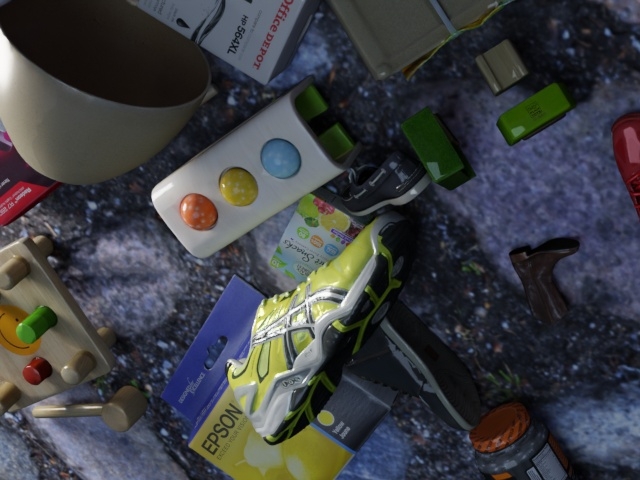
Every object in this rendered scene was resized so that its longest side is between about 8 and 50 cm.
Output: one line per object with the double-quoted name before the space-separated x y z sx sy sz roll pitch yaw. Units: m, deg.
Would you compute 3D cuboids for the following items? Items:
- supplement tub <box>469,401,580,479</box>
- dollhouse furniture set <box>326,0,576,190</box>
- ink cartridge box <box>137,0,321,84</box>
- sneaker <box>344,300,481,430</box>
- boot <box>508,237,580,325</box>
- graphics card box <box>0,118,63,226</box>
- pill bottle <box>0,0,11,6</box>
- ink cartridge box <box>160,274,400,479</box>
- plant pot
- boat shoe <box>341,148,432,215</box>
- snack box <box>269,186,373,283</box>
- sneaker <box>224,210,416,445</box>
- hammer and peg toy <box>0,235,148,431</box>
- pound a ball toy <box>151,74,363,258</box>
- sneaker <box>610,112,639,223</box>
"supplement tub" 0.297 0.333 1.699 0.117 0.117 0.190 -25 105 31
"dollhouse furniture set" 0.159 -0.241 1.476 0.197 0.151 0.302 -31 85 12
"ink cartridge box" -0.111 -0.319 1.529 0.203 0.086 0.148 31 124 5
"sneaker" 0.130 0.196 1.723 0.222 0.083 0.118 51 128 2
"boot" 0.315 0.057 1.589 0.106 0.037 0.114 -10 110 41
"graphics card box" -0.496 -0.225 1.736 0.232 0.094 0.371 -31 101 33
"pill bottle" -0.400 -0.398 1.410 0.229 0.408 0.229 10 121 18
"ink cartridge box" -0.080 0.252 1.841 0.307 0.072 0.304 33 124 1
"plant pot" -0.310 -0.186 1.561 0.284 0.284 0.191 32 123 3
"boat shoe" 0.073 -0.082 1.550 0.065 0.075 0.206 47 161 -14
"snack box" 0.000 0.000 1.687 0.100 0.037 0.141 31 124 5
"sneaker" -0.012 0.106 1.641 0.147 0.145 0.385 42 111 20
"hammer and peg toy" -0.462 0.188 1.925 0.266 0.127 0.361 -23 107 31
"pound a ball toy" -0.134 -0.112 1.623 0.319 0.136 0.208 -30 103 32
"sneaker" 0.414 -0.041 1.439 0.087 0.128 0.221 -25 107 30
